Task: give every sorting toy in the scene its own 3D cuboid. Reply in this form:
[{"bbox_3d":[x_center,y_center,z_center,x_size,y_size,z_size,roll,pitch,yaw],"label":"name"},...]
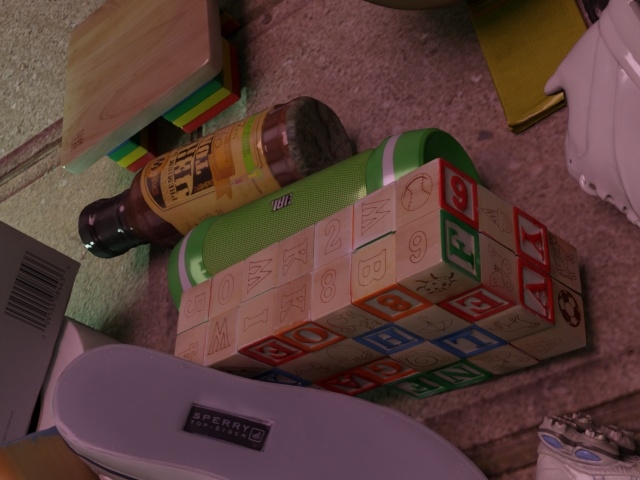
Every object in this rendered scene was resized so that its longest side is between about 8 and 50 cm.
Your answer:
[{"bbox_3d":[-0.208,-0.227,1.323,0.257,0.089,0.255,-30,47,27],"label":"sorting toy"}]

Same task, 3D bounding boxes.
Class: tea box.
[{"bbox_3d":[-0.473,0.140,1.093,0.323,0.220,0.329,-5,61,40],"label":"tea box"}]

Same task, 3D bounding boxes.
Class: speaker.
[{"bbox_3d":[0.000,0.000,0.953,0.296,0.131,0.131,-22,51,33],"label":"speaker"}]

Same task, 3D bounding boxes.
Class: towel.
[{"bbox_3d":[0.193,-0.213,0.982,0.102,0.021,0.237,-32,47,26],"label":"towel"}]

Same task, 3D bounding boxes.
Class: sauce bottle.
[{"bbox_3d":[-0.129,-0.052,1.120,0.344,0.111,0.111,-19,53,34],"label":"sauce bottle"}]

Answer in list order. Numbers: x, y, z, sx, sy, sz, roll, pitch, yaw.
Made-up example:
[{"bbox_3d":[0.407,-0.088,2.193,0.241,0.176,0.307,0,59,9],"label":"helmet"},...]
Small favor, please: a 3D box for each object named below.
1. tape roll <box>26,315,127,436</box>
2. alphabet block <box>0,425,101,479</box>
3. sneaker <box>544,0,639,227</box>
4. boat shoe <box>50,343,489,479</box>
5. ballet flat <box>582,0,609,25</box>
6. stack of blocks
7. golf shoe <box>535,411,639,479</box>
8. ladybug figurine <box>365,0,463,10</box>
[{"bbox_3d":[-0.315,0.223,1.133,0.286,0.100,0.286,-23,52,32],"label":"tape roll"},{"bbox_3d":[-0.224,0.290,0.879,0.197,0.193,0.192,46,104,12],"label":"alphabet block"},{"bbox_3d":[0.258,-0.060,0.782,0.129,0.111,0.297,-47,36,37],"label":"sneaker"},{"bbox_3d":[-0.036,0.204,0.827,0.367,0.156,0.136,14,56,10],"label":"boat shoe"},{"bbox_3d":[0.255,-0.224,0.923,0.057,0.049,0.173,-10,55,-2],"label":"ballet flat"},{"bbox_3d":[0.039,0.061,0.839,0.297,0.171,0.087,-26,49,38],"label":"stack of blocks"},{"bbox_3d":[0.219,0.180,0.692,0.176,0.069,0.086,18,98,51],"label":"golf shoe"},{"bbox_3d":[0.155,-0.401,1.011,0.305,0.162,0.449,12,68,50],"label":"ladybug figurine"}]
